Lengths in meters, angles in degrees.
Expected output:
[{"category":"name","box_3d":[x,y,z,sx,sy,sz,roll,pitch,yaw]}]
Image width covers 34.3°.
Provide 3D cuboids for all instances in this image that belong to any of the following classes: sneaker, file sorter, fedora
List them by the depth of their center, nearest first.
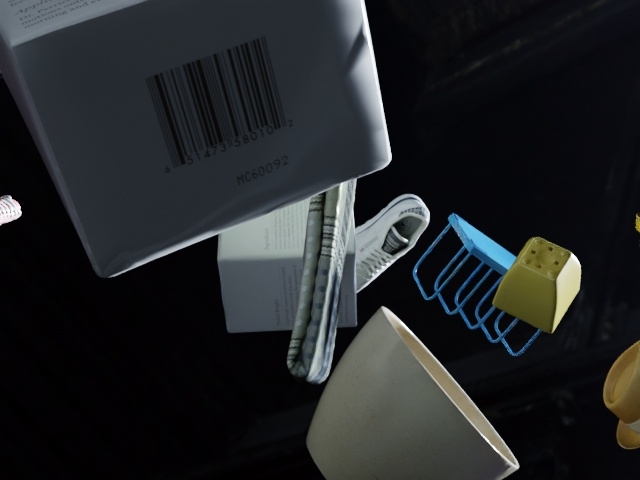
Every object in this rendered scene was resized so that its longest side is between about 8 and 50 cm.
[{"category":"file sorter","box_3d":[0.229,0.065,1.435,0.104,0.170,0.118,-52,-160,15]},{"category":"fedora","box_3d":[0.480,0.213,1.542,0.194,0.079,0.194,-57,-175,7]},{"category":"sneaker","box_3d":[-0.555,-0.053,1.785,0.070,0.051,0.134,-30,-177,-15]},{"category":"sneaker","box_3d":[0.095,0.018,1.801,0.235,0.090,0.095,-47,-162,13]}]

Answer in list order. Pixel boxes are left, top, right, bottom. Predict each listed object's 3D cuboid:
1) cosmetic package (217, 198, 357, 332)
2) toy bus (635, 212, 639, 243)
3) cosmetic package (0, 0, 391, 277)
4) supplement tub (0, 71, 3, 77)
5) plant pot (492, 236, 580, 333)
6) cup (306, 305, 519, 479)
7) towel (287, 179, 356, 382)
[{"category":"cosmetic package","box_3d":[-0.044,0.022,1.434,0.184,0.151,0.151,-2,-136,0]},{"category":"toy bus","box_3d":[0.668,0.047,1.844,0.220,0.211,0.149,-2,-152,-11]},{"category":"cosmetic package","box_3d":[-0.125,-0.152,0.699,0.197,0.155,0.365,-22,-146,-13]},{"category":"supplement tub","box_3d":[-0.636,-0.379,1.822,0.316,0.193,0.193,-4,-164,-11]},{"category":"plant pot","box_3d":[0.263,0.044,1.236,0.082,0.083,0.081,28,-121,20]},{"category":"cup","box_3d":[0.119,0.307,1.656,0.237,0.331,0.331,-42,-160,4]},{"category":"towel","box_3d":[0.000,0.000,1.173,0.312,0.056,0.324,70,29,-81]}]
